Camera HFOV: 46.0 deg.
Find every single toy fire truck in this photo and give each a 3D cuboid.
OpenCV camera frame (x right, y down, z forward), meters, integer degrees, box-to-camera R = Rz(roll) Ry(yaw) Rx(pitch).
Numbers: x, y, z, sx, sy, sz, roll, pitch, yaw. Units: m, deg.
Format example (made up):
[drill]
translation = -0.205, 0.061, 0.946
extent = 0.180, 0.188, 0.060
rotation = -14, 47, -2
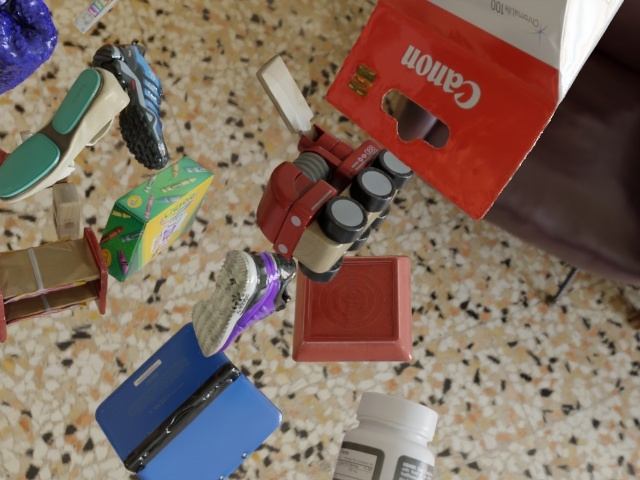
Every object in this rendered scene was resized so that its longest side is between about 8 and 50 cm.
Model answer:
[toy fire truck]
translation = -0.017, -0.105, 1.022
extent = 0.246, 0.158, 0.217
rotation = 37, 47, 8

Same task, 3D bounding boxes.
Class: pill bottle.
[pill bottle]
translation = 0.099, 0.410, 1.253
extent = 0.161, 0.161, 0.283
rotation = 20, 72, -9

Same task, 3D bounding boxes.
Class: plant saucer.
[plant saucer]
translation = 0.069, 0.136, 1.646
extent = 0.258, 0.048, 0.259
rotation = -2, 58, 7

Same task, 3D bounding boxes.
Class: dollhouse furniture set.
[dollhouse furniture set]
translation = -0.552, -0.022, 1.432
extent = 0.201, 0.152, 0.374
rotation = -13, 59, -27

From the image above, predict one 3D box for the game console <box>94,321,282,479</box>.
[game console]
translation = -0.277, 0.368, 1.585
extent = 0.293, 0.173, 0.250
rotation = -43, 53, -7

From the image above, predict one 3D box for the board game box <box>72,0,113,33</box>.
[board game box]
translation = -0.365, -0.437, 1.327
extent = 0.026, 0.154, 0.103
rotation = 45, 46, -21

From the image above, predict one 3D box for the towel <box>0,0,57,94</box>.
[towel]
translation = -0.320, -0.217, 0.599
extent = 0.076, 0.308, 0.228
rotation = -45, 115, -26

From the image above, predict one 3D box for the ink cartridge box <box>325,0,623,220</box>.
[ink cartridge box]
translation = 0.139, -0.261, 0.737
extent = 0.091, 0.385, 0.308
rotation = 14, 23, -41

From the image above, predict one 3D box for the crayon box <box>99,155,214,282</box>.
[crayon box]
translation = -0.344, -0.051, 1.577
extent = 0.081, 0.165, 0.278
rotation = 33, 33, 5

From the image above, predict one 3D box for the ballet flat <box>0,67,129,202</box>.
[ballet flat]
translation = -0.378, -0.144, 1.120
extent = 0.086, 0.086, 0.248
rotation = 44, 95, 4

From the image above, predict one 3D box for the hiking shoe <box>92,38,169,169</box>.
[hiking shoe]
translation = -0.403, -0.316, 1.743
extent = 0.132, 0.113, 0.304
rotation = -31, 105, -46

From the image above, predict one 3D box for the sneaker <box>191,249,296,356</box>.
[sneaker]
translation = -0.128, 0.116, 1.359
extent = 0.146, 0.293, 0.102
rotation = -7, 61, -35
